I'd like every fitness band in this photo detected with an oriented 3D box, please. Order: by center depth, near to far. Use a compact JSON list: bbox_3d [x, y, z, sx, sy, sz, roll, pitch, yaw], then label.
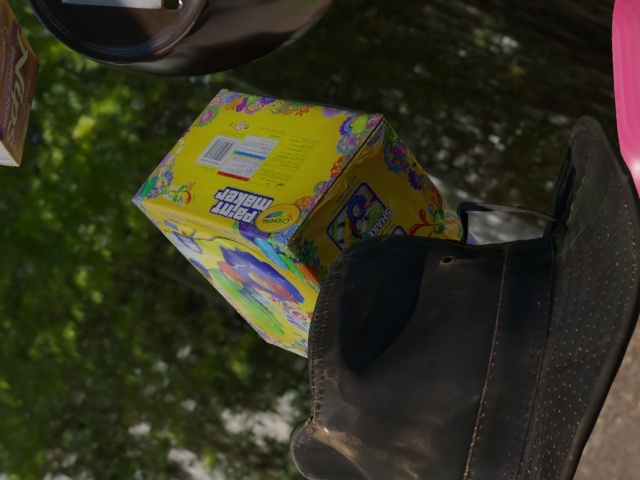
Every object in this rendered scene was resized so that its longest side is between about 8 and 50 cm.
[{"bbox_3d":[0.367,-0.138,1.424,0.209,0.054,0.291,22,-119,-49],"label":"fitness band"}]

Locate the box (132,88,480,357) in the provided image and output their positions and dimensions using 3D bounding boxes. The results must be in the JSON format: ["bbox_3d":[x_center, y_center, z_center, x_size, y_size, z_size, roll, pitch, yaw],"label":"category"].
[{"bbox_3d":[0.000,0.000,1.509,0.290,0.279,0.177,16,63,50],"label":"box"}]

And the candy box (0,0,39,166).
[{"bbox_3d":[-0.298,-0.144,1.211,0.187,0.053,0.109,100,178,-77],"label":"candy box"}]

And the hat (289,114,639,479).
[{"bbox_3d":[0.057,0.072,0.693,0.331,0.134,0.331,14,-90,-89],"label":"hat"}]

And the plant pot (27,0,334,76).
[{"bbox_3d":[-0.095,-0.186,0.825,0.230,0.215,0.215,-67,1,-68],"label":"plant pot"}]
